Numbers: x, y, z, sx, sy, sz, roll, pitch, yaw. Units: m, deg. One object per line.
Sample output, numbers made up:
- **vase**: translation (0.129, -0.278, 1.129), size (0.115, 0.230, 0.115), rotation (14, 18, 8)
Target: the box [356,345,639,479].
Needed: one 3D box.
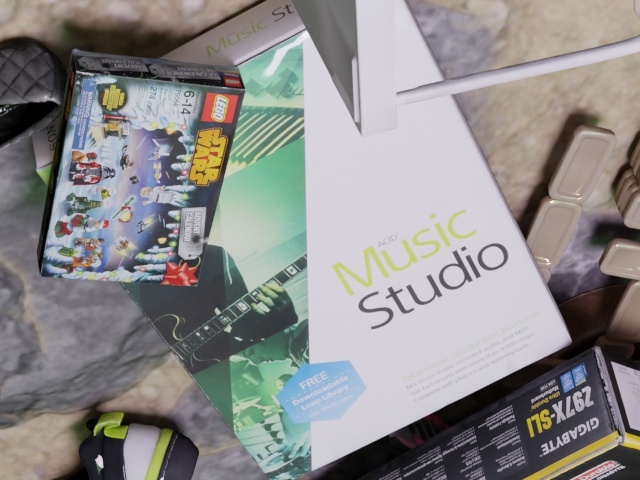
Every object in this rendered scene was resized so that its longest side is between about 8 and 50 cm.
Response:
- **box**: translation (0.177, 0.202, 1.156), size (0.257, 0.079, 0.322), rotation (18, 140, -39)

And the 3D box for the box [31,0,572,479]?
- **box**: translation (0.000, 0.000, 0.968), size (0.232, 0.058, 0.322), rotation (-27, 127, 6)

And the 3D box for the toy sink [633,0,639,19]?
- **toy sink**: translation (0.222, -0.164, 0.658), size (0.234, 0.131, 0.153), rotation (-46, 146, -43)

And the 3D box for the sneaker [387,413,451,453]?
- **sneaker**: translation (0.090, 0.169, 1.192), size (0.119, 0.047, 0.057), rotation (25, 130, -35)

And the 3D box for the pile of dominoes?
- **pile of dominoes**: translation (0.227, 0.012, 1.087), size (0.196, 0.040, 0.251), rotation (9, 128, -15)

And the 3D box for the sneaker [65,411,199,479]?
- **sneaker**: translation (-0.163, 0.207, 1.125), size (0.097, 0.084, 0.235), rotation (21, 123, -6)

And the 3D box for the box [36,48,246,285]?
- **box**: translation (-0.102, -0.037, 0.860), size (0.094, 0.027, 0.137), rotation (3, 125, -19)

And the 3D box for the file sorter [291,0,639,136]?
- **file sorter**: translation (0.064, -0.230, 0.709), size (0.173, 0.193, 0.278), rotation (-15, 134, -11)

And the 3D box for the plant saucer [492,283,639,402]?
- **plant saucer**: translation (0.216, 0.104, 1.185), size (0.168, 0.029, 0.168), rotation (-10, 133, -11)

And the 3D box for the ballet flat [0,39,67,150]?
- **ballet flat**: translation (-0.215, -0.052, 0.867), size (0.173, 0.049, 0.057), rotation (-36, 132, 14)
